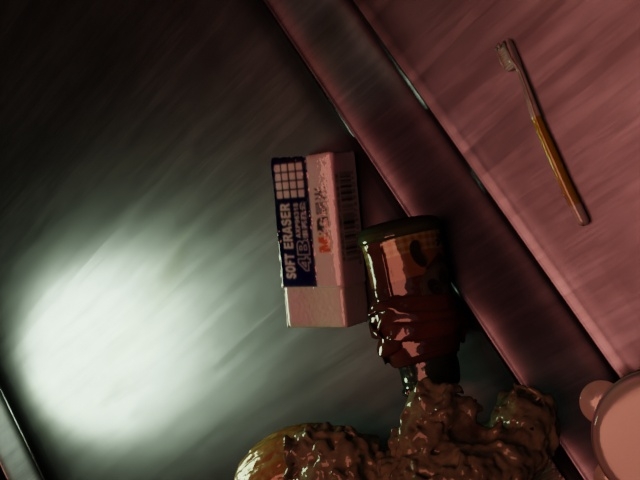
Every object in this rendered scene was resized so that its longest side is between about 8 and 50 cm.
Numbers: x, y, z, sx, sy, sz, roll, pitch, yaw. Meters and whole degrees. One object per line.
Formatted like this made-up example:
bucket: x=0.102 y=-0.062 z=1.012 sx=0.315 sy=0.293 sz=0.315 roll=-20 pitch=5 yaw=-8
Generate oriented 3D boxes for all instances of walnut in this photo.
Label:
walnut: x=-0.022 y=0.411 z=1.474 sx=0.261 sy=0.225 sz=0.225 roll=-35 pitch=75 yaw=28

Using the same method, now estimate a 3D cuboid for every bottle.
bottle: x=0.147 y=0.103 z=1.351 sx=0.156 sy=0.143 sz=0.271 roll=-11 pitch=85 yaw=-7

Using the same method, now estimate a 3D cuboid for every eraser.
eraser: x=0.000 y=0.000 z=1.476 sx=0.130 sy=0.086 sz=0.287 roll=-3 pitch=95 yaw=37

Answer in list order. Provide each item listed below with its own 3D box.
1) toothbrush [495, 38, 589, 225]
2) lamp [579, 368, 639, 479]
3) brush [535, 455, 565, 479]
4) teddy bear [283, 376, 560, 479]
toothbrush: x=0.311 y=-0.152 z=1.261 sx=0.024 sy=0.021 sz=0.288 roll=-30 pitch=77 yaw=47
lamp: x=0.465 y=0.248 z=1.146 sx=0.246 sy=0.108 sz=0.180 roll=-13 pitch=85 yaw=30
brush: x=0.244 y=0.410 z=1.393 sx=0.314 sy=0.017 sz=0.090 roll=-39 pitch=73 yaw=35
teddy bear: x=0.127 y=0.349 z=1.291 sx=0.367 sy=0.224 sz=0.357 roll=17 pitch=110 yaw=21
